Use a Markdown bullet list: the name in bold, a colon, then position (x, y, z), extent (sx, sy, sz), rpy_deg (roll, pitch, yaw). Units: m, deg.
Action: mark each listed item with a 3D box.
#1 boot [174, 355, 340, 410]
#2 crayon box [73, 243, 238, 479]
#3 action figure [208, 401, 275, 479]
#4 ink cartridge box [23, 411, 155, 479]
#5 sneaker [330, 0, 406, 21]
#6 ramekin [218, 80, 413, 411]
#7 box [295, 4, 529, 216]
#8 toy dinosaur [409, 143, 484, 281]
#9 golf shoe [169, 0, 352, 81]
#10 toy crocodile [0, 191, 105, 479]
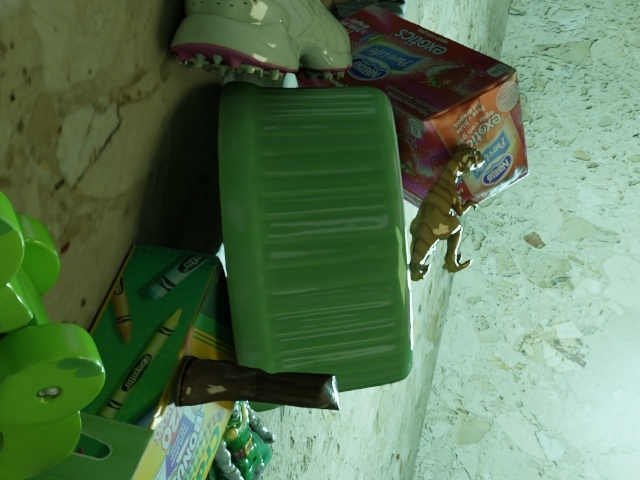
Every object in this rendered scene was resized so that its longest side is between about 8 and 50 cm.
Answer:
- **boot**: position (-0.044, 0.113, 0.861), extent (0.106, 0.114, 0.037), rpy_deg (-19, 117, -75)
- **crayon box**: position (-0.147, 0.162, 0.899), extent (0.165, 0.081, 0.278), rpy_deg (83, 21, -50)
- **action figure**: position (-0.089, 0.237, 1.251), extent (0.232, 0.063, 0.137), rpy_deg (79, 28, -48)
- **ink cartridge box**: position (-0.188, 0.206, 0.711), extent (0.062, 0.109, 0.209), rpy_deg (87, 19, -45)
- **sneaker**: position (0.061, -0.236, 1.450), extent (0.229, 0.086, 0.132), rpy_deg (-48, 148, -67)
- **ramekin**: position (0.000, 0.000, 1.048), extent (0.303, 0.148, 0.303), rpy_deg (-5, 90, -88)
- **box**: position (0.089, -0.140, 1.205), extent (0.122, 0.257, 0.128), rpy_deg (-30, 128, -19)
- **toy dinosaur**: position (0.099, -0.007, 1.041), extent (0.211, 0.064, 0.112), rpy_deg (-65, 154, -44)
- **golf shoe**: position (-0.035, -0.214, 1.023), extent (0.306, 0.115, 0.140), rpy_deg (-26, 122, -75)
- **toy crocodile**: position (-0.194, 0.015, 0.582), extent (0.115, 0.105, 0.340), rpy_deg (59, -11, 33)
